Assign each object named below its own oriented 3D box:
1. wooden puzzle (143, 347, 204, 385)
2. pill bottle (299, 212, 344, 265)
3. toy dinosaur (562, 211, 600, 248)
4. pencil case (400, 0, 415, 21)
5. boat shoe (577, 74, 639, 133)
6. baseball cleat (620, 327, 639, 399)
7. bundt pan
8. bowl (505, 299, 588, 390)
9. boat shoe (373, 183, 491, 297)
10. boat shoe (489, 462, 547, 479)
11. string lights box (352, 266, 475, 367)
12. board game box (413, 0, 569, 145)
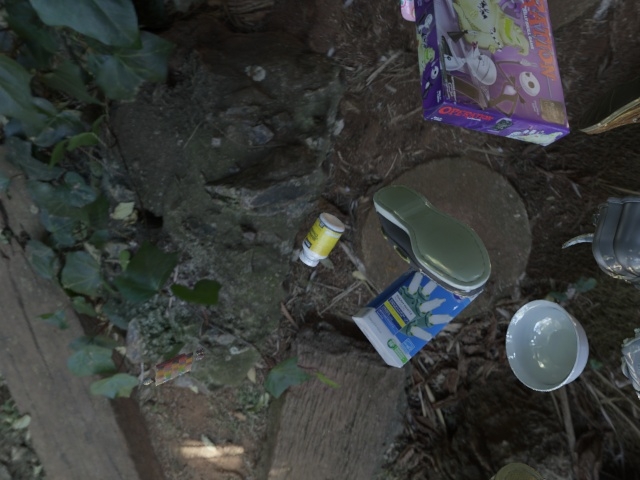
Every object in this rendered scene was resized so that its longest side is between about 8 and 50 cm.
[{"bbox_3d":[-0.196,0.170,0.591,0.006,0.083,0.049,52,140,27],"label":"wooden puzzle"},{"bbox_3d":[0.000,0.000,1.578,0.103,0.103,0.184,32,112,-2],"label":"pill bottle"},{"bbox_3d":[0.885,-0.030,1.339,0.268,0.064,0.118,2,79,17],"label":"toy dinosaur"},{"bbox_3d":[0.305,-0.511,0.946,0.284,0.124,0.124,31,119,33],"label":"pencil case"},{"bbox_3d":[0.729,-0.310,1.004,0.105,0.307,0.110,26,79,-3],"label":"boat shoe"},{"bbox_3d":[0.566,0.221,0.747,0.072,0.109,0.206,-27,142,19],"label":"baseball cleat"},{"bbox_3d":[0.642,0.042,0.772,0.331,0.331,0.124,24,93,1],"label":"bundt pan"},{"bbox_3d":[0.784,0.356,1.487,0.134,0.298,0.297,12,116,-20],"label":"bowl"},{"bbox_3d":[0.145,0.003,0.590,0.081,0.227,0.068,-22,129,-8],"label":"boat shoe"},{"bbox_3d":[0.278,0.428,0.510,0.113,0.302,0.103,-7,142,-19],"label":"boat shoe"},{"bbox_3d":[0.213,0.139,0.967,0.260,0.077,0.133,-38,91,-16],"label":"string lights box"},{"bbox_3d":[0.228,-0.312,0.612,0.208,0.056,0.346,6,73,-25],"label":"board game box"}]
